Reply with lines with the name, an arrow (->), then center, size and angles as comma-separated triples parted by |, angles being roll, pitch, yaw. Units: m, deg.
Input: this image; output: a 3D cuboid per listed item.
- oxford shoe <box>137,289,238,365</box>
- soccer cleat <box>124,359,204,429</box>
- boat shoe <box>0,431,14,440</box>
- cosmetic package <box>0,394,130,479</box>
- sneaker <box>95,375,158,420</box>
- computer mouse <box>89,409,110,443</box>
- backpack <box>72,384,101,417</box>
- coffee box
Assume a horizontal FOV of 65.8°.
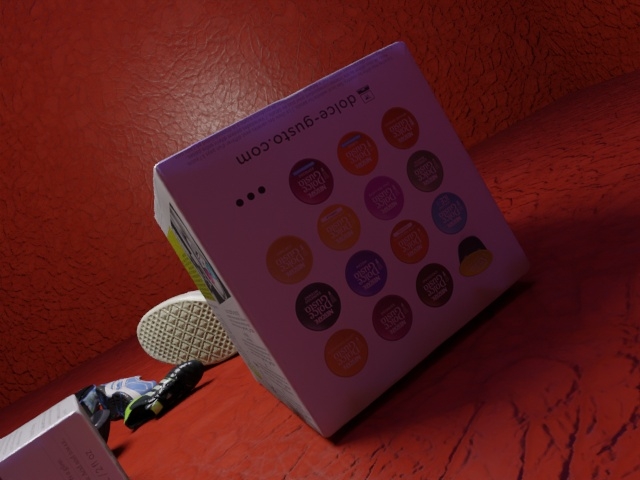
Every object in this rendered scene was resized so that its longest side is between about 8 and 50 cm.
oxford shoe -> -0.192, 0.158, 1.096 | 0.449, 0.169, 0.130 | -21, 11, 11
soccer cleat -> -0.300, 0.301, 0.960 | 0.178, 0.060, 0.072 | -36, 16, -2
boat shoe -> -0.699, 0.492, 1.032 | 0.302, 0.091, 0.114 | -31, -13, 0
cosmetic package -> -0.353, 0.316, 0.617 | 0.183, 0.151, 0.151 | -34, 8, -29
sneaker -> -0.435, 0.349, 1.107 | 0.211, 0.080, 0.081 | -10, 12, 43
computer mouse -> -0.467, 0.403, 0.876 | 0.262, 0.060, 0.184 | -44, 15, -18
backpack -> -0.564, 0.403, 1.161 | 0.105, 0.084, 0.114 | -29, 11, 2
coffee box -> 0.000, 0.000, 0.699 | 0.337, 0.335, 0.338 | -33, 5, -20
